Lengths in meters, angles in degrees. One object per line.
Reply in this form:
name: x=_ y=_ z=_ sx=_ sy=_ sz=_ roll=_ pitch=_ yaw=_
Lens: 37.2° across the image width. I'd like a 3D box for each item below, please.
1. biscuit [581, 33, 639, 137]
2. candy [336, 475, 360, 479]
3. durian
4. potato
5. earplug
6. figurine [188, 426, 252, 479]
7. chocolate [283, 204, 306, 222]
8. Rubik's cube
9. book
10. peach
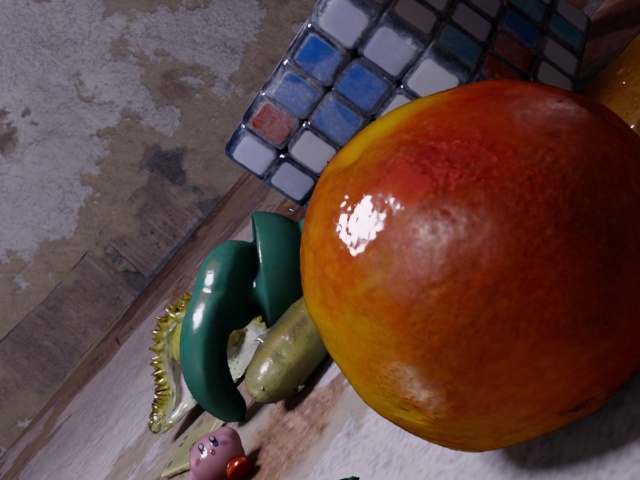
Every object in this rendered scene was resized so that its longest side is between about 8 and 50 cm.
biscuit: x=0.352 y=-0.177 z=0.918 sx=0.278 sy=0.043 sz=0.301 roll=-56 pitch=12 yaw=-25
candy: x=-0.036 y=0.279 z=0.787 sx=0.141 sy=0.078 sz=0.203 roll=-45 pitch=18 yaw=18
durian: x=-0.175 y=0.167 z=1.479 sx=0.306 sy=0.166 sz=0.172 roll=-46 pitch=-14 yaw=15
potato: x=-0.026 y=0.125 z=1.199 sx=0.188 sy=0.085 sz=0.105 roll=-46 pitch=15 yaw=-11
earplug: x=-0.065 y=0.083 z=1.284 sx=0.280 sy=0.257 sz=0.164 roll=-16 pitch=-24 yaw=-8
figurine: x=-0.124 y=0.266 z=1.139 sx=0.083 sy=0.071 sz=0.067 roll=-41 pitch=-29 yaw=-1
chocolate: x=0.000 y=0.000 z=1.465 sx=0.321 sy=0.112 sz=0.112 roll=-33 pitch=29 yaw=47
Rubik's cube: x=0.107 y=-0.184 z=1.121 sx=0.293 sy=0.287 sz=0.292 roll=-50 pitch=9 yaw=41
book: x=-0.183 y=0.299 z=1.361 sx=0.111 sy=0.014 sz=0.077 roll=-34 pitch=20 yaw=50
peach: x=0.120 y=0.021 z=0.681 sx=0.281 sy=0.238 sz=0.281 roll=-7 pitch=78 yaw=38
